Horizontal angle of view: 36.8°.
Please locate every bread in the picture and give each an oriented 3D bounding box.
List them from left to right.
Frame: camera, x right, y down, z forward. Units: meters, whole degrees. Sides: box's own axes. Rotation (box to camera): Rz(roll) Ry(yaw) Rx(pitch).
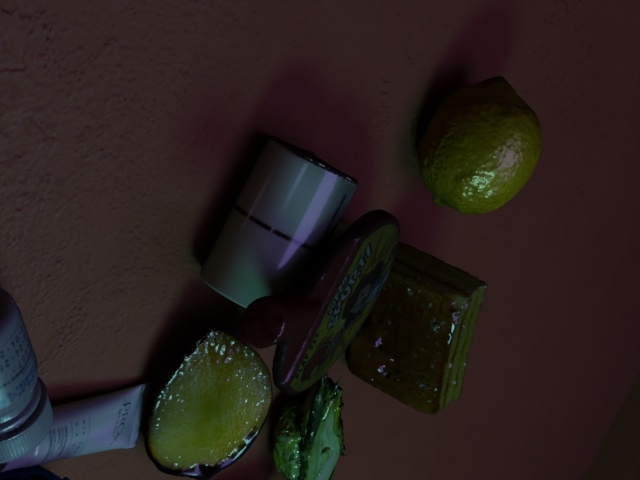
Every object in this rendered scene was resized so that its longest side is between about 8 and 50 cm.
[{"bbox_3d":[0.141,0.138,1.505,0.110,0.184,0.234,-29,136,-45],"label":"bread"}]

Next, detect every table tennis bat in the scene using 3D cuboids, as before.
[{"bbox_3d":[0.004,0.081,1.208,0.268,0.051,0.414,-63,164,10],"label":"table tennis bat"}]

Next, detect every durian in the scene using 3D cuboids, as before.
[{"bbox_3d":[-0.014,0.304,1.501,0.132,0.106,0.375,-28,136,-34],"label":"durian"}]

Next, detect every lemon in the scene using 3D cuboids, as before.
[{"bbox_3d":[0.233,-0.136,1.421,0.193,0.180,0.180,-43,144,-7],"label":"lemon"}]

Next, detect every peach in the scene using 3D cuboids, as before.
[{"bbox_3d":[-0.158,0.207,1.284,0.189,0.068,0.279,-21,133,-32],"label":"peach"}]

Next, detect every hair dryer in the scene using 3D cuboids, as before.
[{"bbox_3d":[0.000,0.000,1.296,0.203,0.128,0.362,-63,153,5],"label":"hair dryer"}]

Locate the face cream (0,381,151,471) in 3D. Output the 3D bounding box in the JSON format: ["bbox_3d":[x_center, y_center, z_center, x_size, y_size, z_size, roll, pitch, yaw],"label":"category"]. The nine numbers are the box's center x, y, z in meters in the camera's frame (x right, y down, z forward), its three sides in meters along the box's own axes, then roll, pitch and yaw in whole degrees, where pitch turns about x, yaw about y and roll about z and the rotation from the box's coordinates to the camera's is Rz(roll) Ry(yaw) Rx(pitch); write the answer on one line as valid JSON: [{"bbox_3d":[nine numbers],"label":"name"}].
[{"bbox_3d":[-0.294,0.225,1.139,0.243,0.058,0.092,-1,112,-58],"label":"face cream"}]

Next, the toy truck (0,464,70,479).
[{"bbox_3d":[-0.403,0.327,0.980,0.385,0.162,0.161,8,109,-55],"label":"toy truck"}]

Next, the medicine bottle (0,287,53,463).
[{"bbox_3d":[-0.337,0.134,0.967,0.105,0.105,0.168,-34,138,-32],"label":"medicine bottle"}]
